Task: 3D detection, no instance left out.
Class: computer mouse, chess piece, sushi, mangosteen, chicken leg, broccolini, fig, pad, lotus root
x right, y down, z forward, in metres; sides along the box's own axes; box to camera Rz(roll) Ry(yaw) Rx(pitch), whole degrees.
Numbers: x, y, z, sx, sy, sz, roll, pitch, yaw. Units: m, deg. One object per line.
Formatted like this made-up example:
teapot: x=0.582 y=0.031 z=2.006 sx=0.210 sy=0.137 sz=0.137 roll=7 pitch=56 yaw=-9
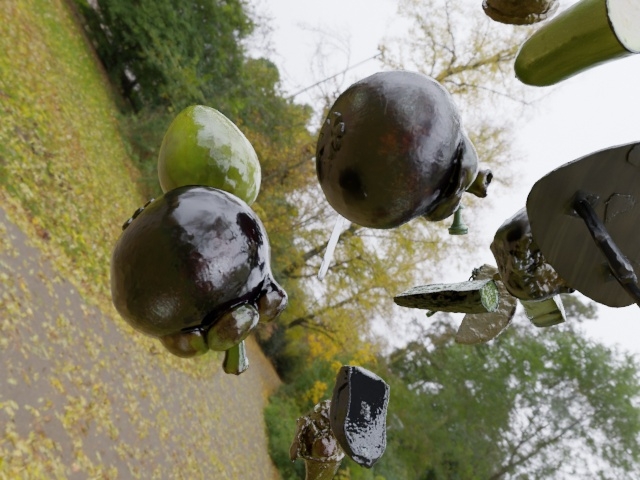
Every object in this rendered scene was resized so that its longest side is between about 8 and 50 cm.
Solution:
computer mouse: x=0.075 y=0.347 z=1.006 sx=0.122 sy=0.073 sz=0.217 roll=33 pitch=38 yaw=-14
chess piece: x=0.279 y=-0.059 z=1.035 sx=0.042 sy=0.042 sz=0.093 roll=-158 pitch=-115 yaw=-76
sushi: x=0.459 y=0.023 z=1.067 sx=0.204 sy=0.200 sz=0.213 roll=-106 pitch=-176 yaw=-71
mangosteen: x=0.146 y=-0.170 z=1.000 sx=0.330 sy=0.330 sz=0.330 roll=60 pitch=-10 yaw=18
mangosteen: x=-0.204 y=0.050 z=0.900 sx=0.313 sy=0.297 sz=0.297 roll=19 pitch=-14 yaw=1
chicken leg: x=-0.015 y=0.642 z=1.465 sx=0.140 sy=0.361 sz=0.211 roll=-4 pitch=-30 yaw=47
broccolini: x=0.439 y=0.166 z=1.601 sx=0.071 sy=0.254 sz=0.057 roll=53 pitch=0 yaw=34
fig: x=-0.297 y=-0.206 z=1.332 sx=0.258 sy=0.258 sz=0.326 roll=82 pitch=-10 yaw=-63
pad: x=0.022 y=0.008 z=1.637 sx=0.055 sy=0.250 sz=0.323 roll=20 pitch=-6 yaw=-9
lotus root: x=0.797 y=0.196 z=1.858 sx=0.235 sy=0.119 sz=0.138 roll=59 pitch=35 yaw=-14

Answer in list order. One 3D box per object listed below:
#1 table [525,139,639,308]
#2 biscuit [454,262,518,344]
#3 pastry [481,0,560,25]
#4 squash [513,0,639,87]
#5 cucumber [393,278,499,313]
table: x=0.475 y=0.021 z=0.717 sx=0.249 sy=0.317 sz=0.317 roll=-89 pitch=159 yaw=-62
biscuit: x=0.464 y=0.183 z=1.386 sx=0.133 sy=0.250 sz=0.032 roll=13 pitch=-24 yaw=33
pastry: x=0.479 y=-0.589 z=1.209 sx=0.189 sy=0.188 sz=0.103 roll=56 pitch=-17 yaw=37
squash: x=0.333 y=-0.264 z=0.681 sx=0.095 sy=0.095 sz=0.188 roll=65 pitch=-21 yaw=-8
cucumber: x=0.257 y=0.125 z=1.052 sx=0.211 sy=0.078 sz=0.062 roll=-13 pitch=-85 yaw=45
